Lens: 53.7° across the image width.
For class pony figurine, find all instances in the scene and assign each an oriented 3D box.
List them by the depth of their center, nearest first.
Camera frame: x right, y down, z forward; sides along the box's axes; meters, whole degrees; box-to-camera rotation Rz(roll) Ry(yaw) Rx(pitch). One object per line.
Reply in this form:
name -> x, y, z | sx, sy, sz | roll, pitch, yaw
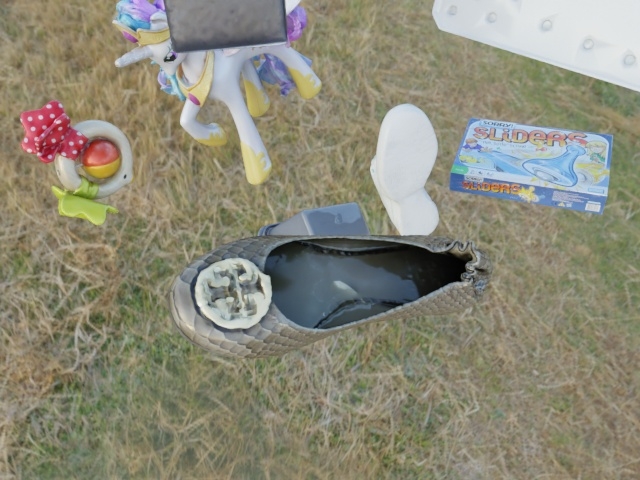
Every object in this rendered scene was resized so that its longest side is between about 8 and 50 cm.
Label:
pony figurine -> -0.128, -0.312, 0.969 | 0.303, 0.363, 0.351 | 23, 75, 30

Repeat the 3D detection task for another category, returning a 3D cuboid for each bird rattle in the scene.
bird rattle -> -0.484, -0.165, 1.286 | 0.143, 0.253, 0.207 | 6, 28, 41

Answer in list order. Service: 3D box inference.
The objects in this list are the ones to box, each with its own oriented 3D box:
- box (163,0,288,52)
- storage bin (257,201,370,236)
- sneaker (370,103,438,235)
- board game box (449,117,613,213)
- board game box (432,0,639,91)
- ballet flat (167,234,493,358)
box -> -0.080, -0.252, 0.503 | 0.093, 0.158, 0.156 | -5, 34, -2
storage bin -> 0.000, 0.000, 0.867 | 0.135, 0.091, 0.098 | -12, 75, -41
sneaker -> 0.092, -0.091, 0.787 | 0.080, 0.212, 0.094 | -26, 50, -10
board game box -> 0.295, -0.109, 0.882 | 0.201, 0.035, 0.136 | 11, 47, 18
board game box -> 0.319, -0.313, 0.492 | 0.390, 0.390, 0.050 | 28, 29, 26
ballet flat -> 0.023, 0.028, 0.429 | 0.250, 0.058, 0.084 | -1, 69, -30
